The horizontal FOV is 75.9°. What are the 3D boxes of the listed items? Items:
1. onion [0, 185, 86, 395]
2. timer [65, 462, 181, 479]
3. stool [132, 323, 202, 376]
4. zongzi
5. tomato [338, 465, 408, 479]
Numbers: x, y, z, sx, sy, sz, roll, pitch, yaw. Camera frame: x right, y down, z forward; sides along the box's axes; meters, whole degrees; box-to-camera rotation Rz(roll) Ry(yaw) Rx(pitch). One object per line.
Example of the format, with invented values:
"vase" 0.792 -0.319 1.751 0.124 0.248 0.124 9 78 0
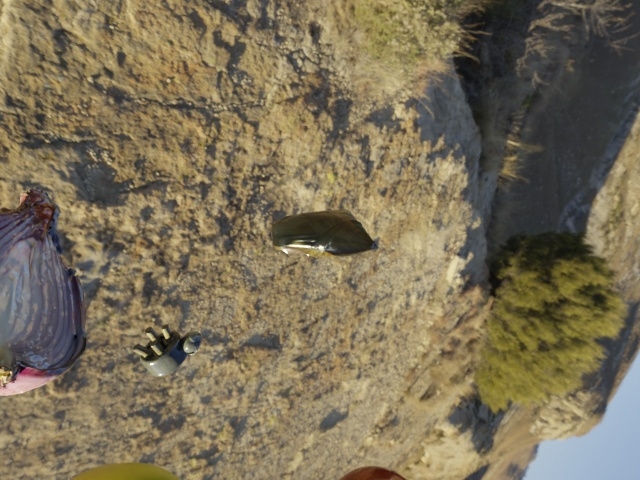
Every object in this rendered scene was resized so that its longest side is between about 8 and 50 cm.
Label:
"onion" -0.511 0.072 0.637 0.159 0.348 0.267 -22 136 3
"timer" -0.256 0.439 0.554 0.285 0.285 0.284 -34 143 -31
"stool" -0.548 0.373 1.471 0.228 0.153 0.139 -35 121 -17
"zongzi" 0.000 0.000 0.975 0.221 0.242 0.112 -9 109 -8
"tomato" 0.145 0.773 1.036 0.342 0.342 0.272 -24 135 -41
